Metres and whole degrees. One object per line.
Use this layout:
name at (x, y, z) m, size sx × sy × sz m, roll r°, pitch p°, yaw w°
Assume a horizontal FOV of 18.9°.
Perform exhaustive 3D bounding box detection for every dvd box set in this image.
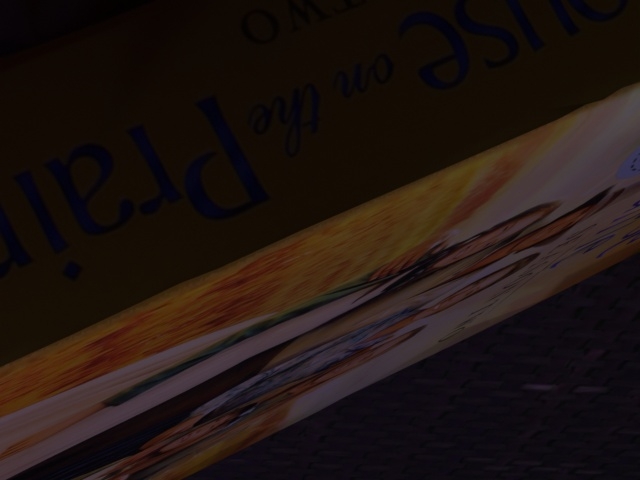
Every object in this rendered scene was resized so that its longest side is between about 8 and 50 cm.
dvd box set at (0.000, 0.000, 0.525) m, size 0.420 × 0.062 × 0.307 m, roll -24°, pitch 170°, yaw -25°

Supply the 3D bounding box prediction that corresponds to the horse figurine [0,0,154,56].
horse figurine at (-0.072, -0.090, 0.436) m, size 0.263 × 0.174 × 0.066 m, roll -21°, pitch -179°, yaw 39°
